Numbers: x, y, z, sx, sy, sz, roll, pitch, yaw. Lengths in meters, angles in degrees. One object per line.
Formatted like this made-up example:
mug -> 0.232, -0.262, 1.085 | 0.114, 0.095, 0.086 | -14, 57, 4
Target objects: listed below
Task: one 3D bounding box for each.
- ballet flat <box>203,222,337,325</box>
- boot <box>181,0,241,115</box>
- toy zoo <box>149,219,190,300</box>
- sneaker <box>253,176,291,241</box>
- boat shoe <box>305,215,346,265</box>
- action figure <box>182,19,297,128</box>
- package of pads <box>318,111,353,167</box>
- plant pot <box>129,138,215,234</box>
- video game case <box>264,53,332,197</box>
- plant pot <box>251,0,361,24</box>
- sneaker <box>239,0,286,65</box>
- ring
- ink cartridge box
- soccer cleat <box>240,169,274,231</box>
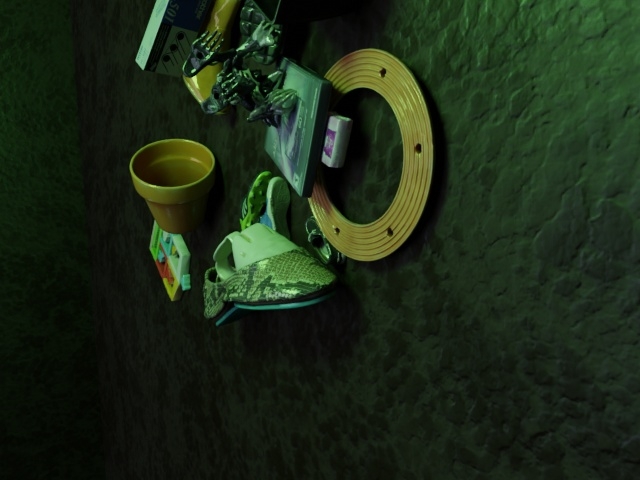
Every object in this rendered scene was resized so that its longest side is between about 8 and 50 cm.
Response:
ballet flat -> -0.141, 0.065, 1.130 | 0.482, 0.163, 0.182 | -23, 85, 59
boot -> -0.235, -0.456, 1.266 | 0.211, 0.104, 0.295 | -37, 70, 44
toy zoo -> -0.462, 0.049, 1.740 | 0.293, 0.030, 0.192 | 56, 137, 37
sneaker -> -0.105, -0.056, 1.163 | 0.084, 0.058, 0.152 | 10, 109, 47
boat shoe -> 0.000, 0.000, 1.032 | 0.125, 0.038, 0.046 | 56, 137, 35
action figure -> -0.115, -0.281, 0.982 | 0.140, 0.275, 0.164 | -23, 94, 20
package of pads -> 0.024, -0.165, 0.922 | 0.050, 0.031, 0.083 | 42, 127, 51
plant pot -> -0.369, -0.126, 1.446 | 0.205, 0.205, 0.188 | 54, 151, 37
video game case -> -0.050, -0.219, 1.030 | 0.274, 0.026, 0.196 | -127, 43, -57
plant pot -> -0.015, -0.455, 0.872 | 0.187, 0.166, 0.188 | 56, 138, 35
sneaker -> -0.080, -0.460, 1.037 | 0.101, 0.106, 0.268 | 25, 127, 24
ring -> 0.070, -0.135, 0.915 | 0.336, 0.032, 0.337 | 14, 107, 54
ink cartridge box -> -0.318, -0.462, 1.221 | 0.046, 0.097, 0.207 | 49, 122, 29
soccer cleat -> -0.145, -0.088, 1.221 | 0.072, 0.060, 0.179 | 58, 141, 36
